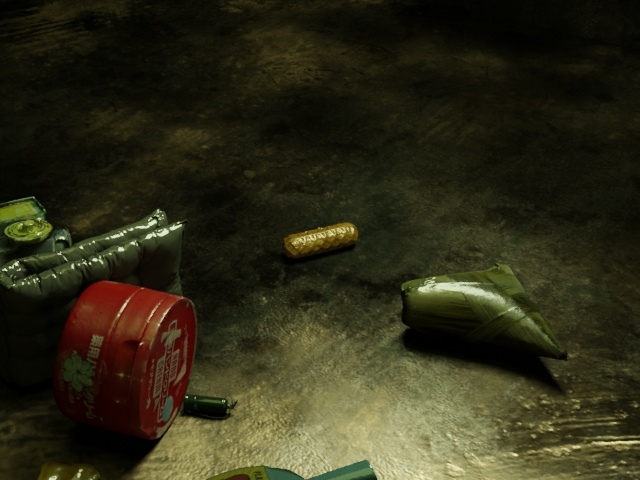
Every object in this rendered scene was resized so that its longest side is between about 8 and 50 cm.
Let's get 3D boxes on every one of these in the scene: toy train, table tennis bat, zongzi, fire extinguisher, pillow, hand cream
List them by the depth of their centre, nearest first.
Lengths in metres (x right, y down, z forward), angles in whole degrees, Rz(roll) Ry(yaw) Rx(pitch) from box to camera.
[{"bbox_3d":[-0.082,0.366,1.562,0.329,0.044,0.215,-19,25,-6],"label":"table tennis bat"},{"bbox_3d":[-0.289,0.176,1.750,0.149,0.230,0.230,13,34,15],"label":"hand cream"},{"bbox_3d":[-0.170,0.257,1.813,0.083,0.025,0.038,4,70,4],"label":"fire extinguisher"},{"bbox_3d":[-0.364,0.096,1.874,0.326,0.228,0.101,-23,46,-32],"label":"pillow"},{"bbox_3d":[0.263,0.143,1.940,0.221,0.112,0.242,-6,34,-16],"label":"zongzi"},{"bbox_3d":[-0.575,0.026,2.057,0.261,0.134,0.177,-15,28,-26],"label":"toy train"}]

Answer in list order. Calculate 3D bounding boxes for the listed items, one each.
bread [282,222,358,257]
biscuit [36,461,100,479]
[{"bbox_3d":[0.000,0.000,2.209,0.157,0.044,0.052,-14,30,-25],"label":"bread"},{"bbox_3d":[-0.325,0.372,1.601,0.174,0.039,0.183,-2,33,2],"label":"biscuit"}]
